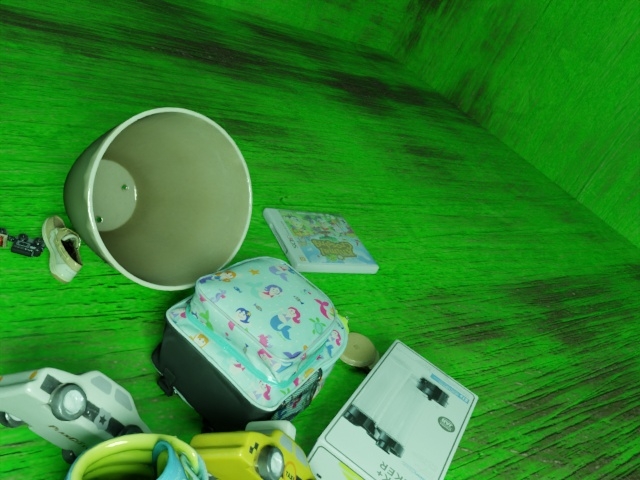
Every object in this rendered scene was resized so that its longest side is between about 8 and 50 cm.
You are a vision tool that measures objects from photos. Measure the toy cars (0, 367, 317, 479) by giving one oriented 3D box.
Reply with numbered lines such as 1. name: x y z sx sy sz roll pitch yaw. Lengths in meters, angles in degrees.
1. toy cars: -0.161 0.215 0.646 0.393 0.176 0.087 21 48 -10

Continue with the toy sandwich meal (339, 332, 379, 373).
1. toy sandwich meal: 0.062 0.196 1.011 0.085 0.029 0.086 10 37 -7

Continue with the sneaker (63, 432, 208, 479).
1. sneaker: -0.113 0.300 0.533 0.319 0.208 0.127 26 29 -3

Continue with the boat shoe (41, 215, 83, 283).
1. boat shoe: -0.399 0.007 0.908 0.135 0.045 0.050 59 8 34

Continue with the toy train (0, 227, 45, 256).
1. toy train: -0.505 -0.004 0.880 0.158 0.027 0.036 16 42 -18

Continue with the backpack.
1. backpack: -0.083 0.140 0.840 0.225 0.191 0.253 38 27 20

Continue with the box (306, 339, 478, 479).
1. box: 0.110 0.285 0.850 0.169 0.087 0.290 35 31 15

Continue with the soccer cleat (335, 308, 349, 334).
1. soccer cleat: -0.025 0.124 1.025 0.072 0.060 0.179 -38 53 -22

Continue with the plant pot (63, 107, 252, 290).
1. plant pot: -0.290 -0.066 0.912 0.256 0.257 0.274 -5 8 -43

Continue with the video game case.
1. video game case: 0.000 0.000 1.267 0.212 0.023 0.193 4 37 -34
